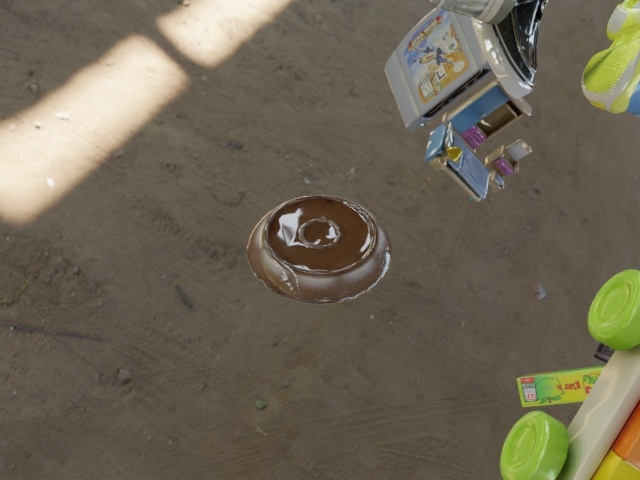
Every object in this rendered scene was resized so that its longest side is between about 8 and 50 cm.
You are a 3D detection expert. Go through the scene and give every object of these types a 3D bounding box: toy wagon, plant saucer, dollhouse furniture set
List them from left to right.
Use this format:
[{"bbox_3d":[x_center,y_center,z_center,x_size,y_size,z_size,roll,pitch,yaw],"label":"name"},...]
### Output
[{"bbox_3d":[0.000,0.000,1.269,0.311,0.050,0.310,1,46,-1],"label":"plant saucer"},{"bbox_3d":[0.457,-0.237,1.596,0.286,0.198,0.303,41,42,-17],"label":"dollhouse furniture set"},{"bbox_3d":[0.302,0.122,0.411,0.267,0.344,0.068,29,6,-3],"label":"toy wagon"}]

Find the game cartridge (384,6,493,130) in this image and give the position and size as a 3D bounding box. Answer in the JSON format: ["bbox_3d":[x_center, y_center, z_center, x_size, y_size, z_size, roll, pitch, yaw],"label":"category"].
[{"bbox_3d":[0.266,-0.403,1.335,0.062,0.297,0.198,-7,70,-41],"label":"game cartridge"}]

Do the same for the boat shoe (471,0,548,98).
[{"bbox_3d":[0.270,-0.348,0.837,0.108,0.102,0.301,13,65,-48],"label":"boat shoe"}]

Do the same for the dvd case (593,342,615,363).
[{"bbox_3d":[0.587,0.170,1.033,0.164,0.221,0.018,23,52,21],"label":"dvd case"}]

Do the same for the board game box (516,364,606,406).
[{"bbox_3d":[0.389,0.209,0.881,0.092,0.181,0.043,19,61,-63],"label":"board game box"}]

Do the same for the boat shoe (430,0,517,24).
[{"bbox_3d":[0.196,-0.428,0.745,0.103,0.118,0.320,7,83,-10],"label":"boat shoe"}]

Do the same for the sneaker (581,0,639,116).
[{"bbox_3d":[0.406,-0.253,0.699,0.126,0.240,0.091,17,23,-31],"label":"sneaker"}]
